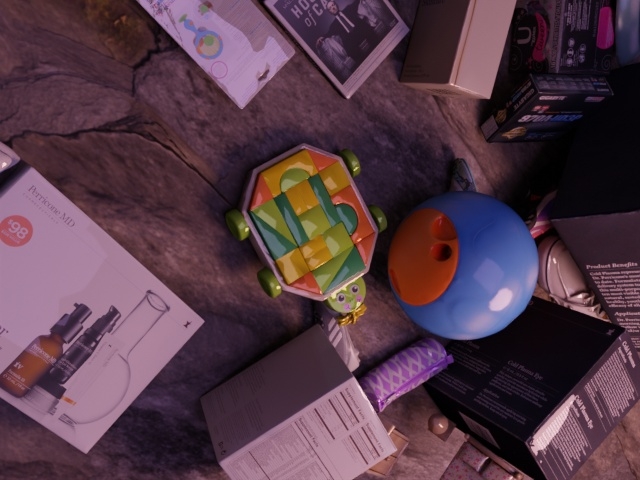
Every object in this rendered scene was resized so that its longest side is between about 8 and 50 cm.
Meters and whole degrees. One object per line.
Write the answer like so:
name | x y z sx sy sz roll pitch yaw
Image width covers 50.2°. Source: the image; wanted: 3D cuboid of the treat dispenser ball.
treat dispenser ball | 0.273 0.048 1.328 0.288 0.288 0.288 -8 106 -29

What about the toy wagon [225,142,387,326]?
toy wagon | 0.000 0.000 1.251 0.267 0.068 0.344 -31 99 -20

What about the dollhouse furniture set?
dollhouse furniture set | 0.229 0.522 1.361 0.303 0.355 0.174 -53 149 -7

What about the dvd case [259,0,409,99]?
dvd case | 0.031 -0.398 1.214 0.179 0.029 0.238 -49 122 -2

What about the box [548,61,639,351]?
box | 0.776 -0.079 1.501 0.472 0.297 0.480 50 52 -31

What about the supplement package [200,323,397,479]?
supplement package | -0.044 0.331 1.237 0.262 0.199 0.198 -32 117 -5

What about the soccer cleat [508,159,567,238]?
soccer cleat | 0.475 -0.046 1.536 0.318 0.108 0.116 -43 123 -17

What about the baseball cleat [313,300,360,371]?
baseball cleat | 0.009 0.190 1.340 0.109 0.072 0.206 -30 112 -14

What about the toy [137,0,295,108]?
toy | -0.170 -0.347 1.107 0.137 0.056 0.237 -48 116 -7

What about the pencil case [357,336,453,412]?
pencil case | 0.176 0.284 1.450 0.206 0.088 0.086 -30 109 -22

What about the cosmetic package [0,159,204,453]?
cosmetic package | -0.411 0.110 1.060 0.284 0.097 0.377 -50 121 -13

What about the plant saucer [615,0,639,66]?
plant saucer | 0.686 -0.538 1.478 0.317 0.043 0.318 -25 119 -57

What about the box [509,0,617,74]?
box | 0.504 -0.471 1.420 0.163 0.142 0.247 -6 104 -28

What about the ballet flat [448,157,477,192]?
ballet flat | 0.306 -0.082 1.452 0.070 0.070 0.188 -34 114 -19

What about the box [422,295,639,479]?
box | 0.447 0.299 1.462 0.312 0.343 0.179 -42 118 -14

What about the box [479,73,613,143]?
box | 0.472 -0.274 1.438 0.220 0.175 0.051 -6 66 -29

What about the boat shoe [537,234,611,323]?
boat shoe | 0.644 0.145 1.648 0.136 0.156 0.367 -39 119 -17

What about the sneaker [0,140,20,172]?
sneaker | -0.513 -0.188 0.917 0.236 0.130 0.323 20 87 -42

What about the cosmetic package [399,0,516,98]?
cosmetic package | 0.270 -0.431 1.283 0.113 0.160 0.310 9 97 -31
